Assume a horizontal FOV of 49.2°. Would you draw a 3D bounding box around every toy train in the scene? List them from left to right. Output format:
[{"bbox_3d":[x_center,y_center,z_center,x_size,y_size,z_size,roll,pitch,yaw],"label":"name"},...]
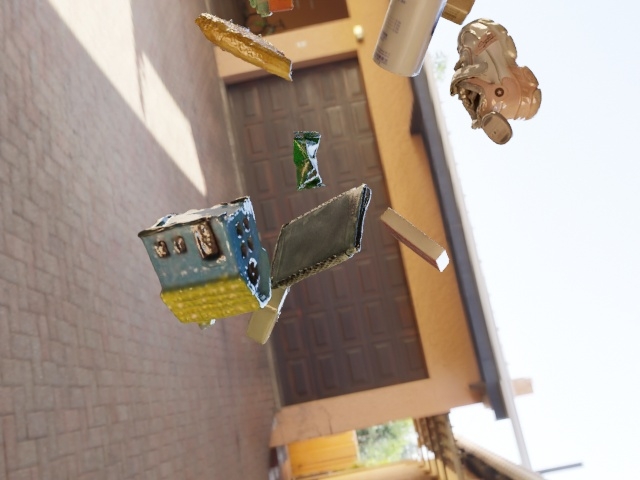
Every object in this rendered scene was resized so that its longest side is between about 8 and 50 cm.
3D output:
[{"bbox_3d":[-0.115,-0.572,1.494,0.118,0.074,0.176,23,-57,60],"label":"toy train"}]

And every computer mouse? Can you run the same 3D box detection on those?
[{"bbox_3d":[0.460,-0.291,1.809,0.096,0.066,0.039,50,36,14],"label":"computer mouse"}]

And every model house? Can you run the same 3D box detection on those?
[{"bbox_3d":[-0.267,0.063,1.700,0.215,0.237,0.303,-60,136,-65],"label":"model house"}]

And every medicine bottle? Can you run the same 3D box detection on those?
[{"bbox_3d":[0.235,-0.578,1.684,0.130,0.130,0.341,-101,-156,-53],"label":"medicine bottle"}]

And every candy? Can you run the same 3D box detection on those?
[{"bbox_3d":[-0.049,-0.278,2.428,0.141,0.078,0.203,-24,114,-63],"label":"candy"}]

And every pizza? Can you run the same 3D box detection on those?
[{"bbox_3d":[-0.186,-0.515,1.871,0.075,0.280,0.288,-60,-173,16],"label":"pizza"}]

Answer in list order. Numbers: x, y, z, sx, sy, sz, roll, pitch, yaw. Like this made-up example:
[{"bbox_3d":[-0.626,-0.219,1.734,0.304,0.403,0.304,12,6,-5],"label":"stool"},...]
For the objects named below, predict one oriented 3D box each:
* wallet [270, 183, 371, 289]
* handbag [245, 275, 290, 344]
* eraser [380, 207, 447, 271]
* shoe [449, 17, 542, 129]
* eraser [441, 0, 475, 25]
[{"bbox_3d":[0.000,0.000,1.945,0.075,0.342,0.237,37,46,-29],"label":"wallet"},{"bbox_3d":[-0.144,0.179,2.139,0.219,0.079,0.256,-62,178,-39],"label":"handbag"},{"bbox_3d":[0.222,0.002,1.616,0.157,0.038,0.230,38,0,15],"label":"eraser"},{"bbox_3d":[0.449,-0.464,1.940,0.172,0.198,0.351,87,-21,-58],"label":"shoe"},{"bbox_3d":[0.298,-0.773,2.066,0.078,0.343,0.144,119,-5,-74],"label":"eraser"}]
